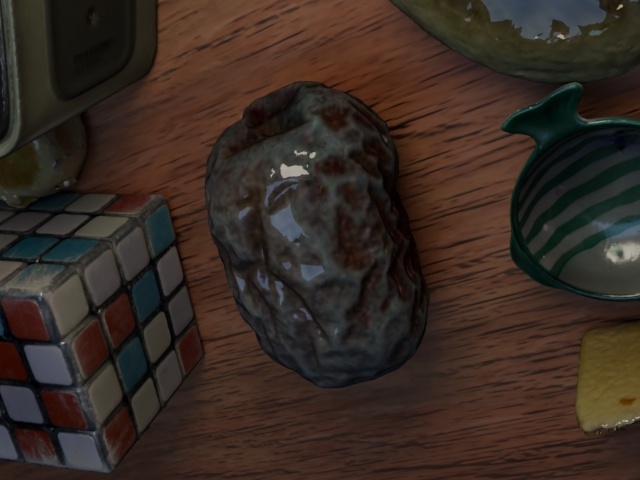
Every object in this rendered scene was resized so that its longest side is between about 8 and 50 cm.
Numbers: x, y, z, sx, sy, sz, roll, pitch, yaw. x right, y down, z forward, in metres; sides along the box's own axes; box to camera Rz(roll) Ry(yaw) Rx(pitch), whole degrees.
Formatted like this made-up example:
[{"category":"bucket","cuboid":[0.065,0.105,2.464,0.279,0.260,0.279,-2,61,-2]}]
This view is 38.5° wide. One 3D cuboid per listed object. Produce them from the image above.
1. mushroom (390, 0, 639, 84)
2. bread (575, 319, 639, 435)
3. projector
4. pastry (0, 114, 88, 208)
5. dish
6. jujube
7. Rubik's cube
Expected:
[{"category":"mushroom","cuboid":[0.168,-0.265,0.789,0.344,0.130,0.247,38,130,0]},{"category":"bread","cuboid":[0.374,0.164,0.905,0.240,0.178,0.135,-14,109,28]},{"category":"projector","cuboid":[-0.337,-0.255,0.945,0.248,0.249,0.248,17,123,16]},{"category":"pastry","cuboid":[-0.367,-0.124,1.129,0.165,0.088,0.166,11,120,19]},{"category":"dish","cuboid":[0.276,-0.053,0.880,0.224,0.078,0.246,-27,111,32]},{"category":"jujube","cuboid":[0.000,0.000,0.957,0.226,0.226,0.317,-8,119,27]},{"category":"Rubik's cube","cuboid":[-0.328,0.102,1.133,0.256,0.259,0.254,2,116,23]}]
